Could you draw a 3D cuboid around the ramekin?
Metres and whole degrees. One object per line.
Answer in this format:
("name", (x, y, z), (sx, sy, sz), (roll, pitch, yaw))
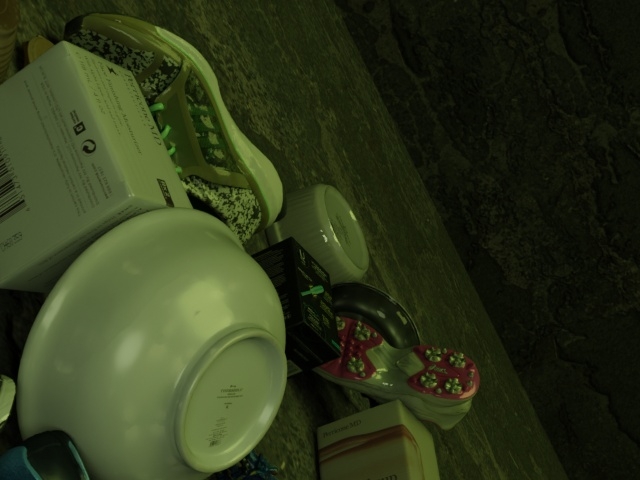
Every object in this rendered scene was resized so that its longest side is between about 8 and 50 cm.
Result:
("ramekin", (0.000, 0.000, 1.809), (0.207, 0.109, 0.207), (54, 22, -34))

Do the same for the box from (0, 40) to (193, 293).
("box", (-0.255, -0.066, 1.035), (0.181, 0.181, 0.119), (64, 17, 16))

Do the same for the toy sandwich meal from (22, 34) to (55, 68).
("toy sandwich meal", (-0.336, -0.210, 1.262), (0.085, 0.029, 0.086), (53, 26, -41))

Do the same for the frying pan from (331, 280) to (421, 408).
("frying pan", (0.057, 0.205, 1.740), (0.197, 0.326, 0.053), (28, 40, 15))

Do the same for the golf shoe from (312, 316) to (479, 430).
("golf shoe", (0.090, 0.215, 1.617), (0.140, 0.306, 0.115), (91, 23, -46))

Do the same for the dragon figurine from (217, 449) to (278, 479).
("dragon figurine", (-0.135, 0.183, 1.237), (0.289, 0.085, 0.144), (57, 20, -29))

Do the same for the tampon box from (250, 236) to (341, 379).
("tampon box", (-0.048, 0.102, 1.558), (0.120, 0.101, 0.161), (47, 25, -44))

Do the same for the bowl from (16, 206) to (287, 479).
("bowl", (-0.127, 0.127, 0.988), (0.298, 0.134, 0.298), (-28, 129, -42))

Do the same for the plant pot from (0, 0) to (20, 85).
("plant pot", (-0.382, -0.239, 1.039), (0.237, 0.109, 0.237), (53, 22, -32))

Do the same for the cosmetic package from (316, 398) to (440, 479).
("cosmetic package", (0.094, 0.401, 1.504), (0.129, 0.153, 0.296), (51, 22, -41))

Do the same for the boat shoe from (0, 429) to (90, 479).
("boat shoe", (-0.186, 0.281, 0.890), (0.089, 0.109, 0.258), (-41, 118, -64))

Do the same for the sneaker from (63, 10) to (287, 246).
("sneaker", (-0.199, -0.120, 1.381), (0.410, 0.158, 0.182), (50, 41, -28))

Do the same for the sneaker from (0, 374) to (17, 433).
("sneaker", (-0.299, 0.158, 0.842), (0.077, 0.072, 0.178), (23, 17, -15))
